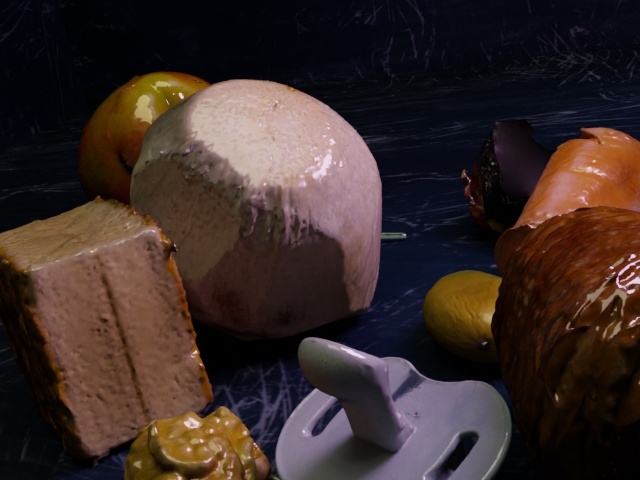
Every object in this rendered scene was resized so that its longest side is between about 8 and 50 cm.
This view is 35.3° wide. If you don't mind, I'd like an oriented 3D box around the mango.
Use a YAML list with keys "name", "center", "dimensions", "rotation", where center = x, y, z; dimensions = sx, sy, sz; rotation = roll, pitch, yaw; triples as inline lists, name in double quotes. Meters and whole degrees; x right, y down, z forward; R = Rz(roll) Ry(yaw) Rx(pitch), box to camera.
- name: "mango"
  center: [0.201, 0.097, 1.325]
  dimensions: [0.137, 0.091, 0.237]
  rotation: [-12, 12, -17]

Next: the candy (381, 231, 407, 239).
- name: "candy"
  center: [0.000, 0.000, 1.772]
  dimensions: [0.305, 0.083, 0.091]
  rotation: [-2, 18, 5]

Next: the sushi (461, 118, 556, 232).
- name: "sushi"
  center: [0.315, -0.086, 1.677]
  dimensions: [0.153, 0.150, 0.172]
  rotation: [-8, 51, -23]

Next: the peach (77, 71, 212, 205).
- name: "peach"
  center: [-0.321, -0.168, 2.068]
  dimensions: [0.369, 0.370, 0.370]
  rotation: [-11, 19, 4]

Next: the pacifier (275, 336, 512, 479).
- name: "pacifier"
  center: [0.044, 0.179, 1.010]
  dimensions: [0.279, 0.207, 0.227]
  rotation: [10, 43, 48]

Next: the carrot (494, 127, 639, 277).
- name: "carrot"
  center: [0.375, -0.028, 1.431]
  dimensions: [0.195, 0.196, 0.254]
  rotation: [0, 27, 32]

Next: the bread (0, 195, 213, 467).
- name: "bread"
  center: [-0.303, 0.105, 1.333]
  dimensions: [0.207, 0.279, 0.279]
  rotation: [-23, 23, -22]

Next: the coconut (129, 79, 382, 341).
- name: "coconut"
  center: [-0.089, -0.023, 1.472]
  dimensions: [0.344, 0.416, 0.415]
  rotation: [-28, 24, -25]

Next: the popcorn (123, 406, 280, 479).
- name: "popcorn"
  center: [-0.136, 0.244, 1.038]
  dimensions: [0.163, 0.140, 0.194]
  rotation: [-3, 19, 11]

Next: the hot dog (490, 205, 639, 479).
- name: "hot dog"
  center: [0.270, 0.098, 0.971]
  dimensions: [0.174, 0.267, 0.387]
  rotation: [19, 14, 0]
